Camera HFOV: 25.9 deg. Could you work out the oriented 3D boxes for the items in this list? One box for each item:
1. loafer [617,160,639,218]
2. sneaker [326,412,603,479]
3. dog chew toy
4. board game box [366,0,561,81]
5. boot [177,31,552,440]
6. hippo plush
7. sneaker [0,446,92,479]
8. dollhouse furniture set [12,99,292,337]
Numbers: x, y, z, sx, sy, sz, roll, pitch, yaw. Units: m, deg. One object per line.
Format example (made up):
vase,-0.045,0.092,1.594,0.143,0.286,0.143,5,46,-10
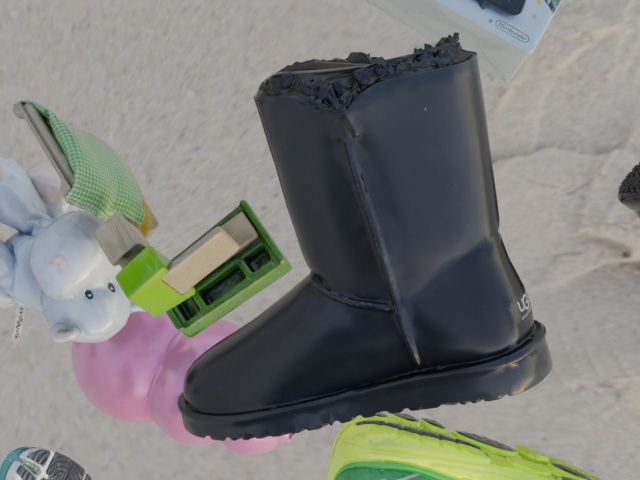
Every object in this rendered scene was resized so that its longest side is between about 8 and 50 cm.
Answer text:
loafer,0.329,-0.033,1.082,0.078,0.220,0.080,46,75,-20
sneaker,0.142,0.224,1.075,0.295,0.109,0.124,19,97,0
dog chew toy,-0.176,0.186,1.911,0.331,0.206,0.207,26,81,18
board game box,0.178,-0.352,1.435,0.224,0.097,0.303,30,75,0
boot,0.000,0.000,0.815,0.246,0.094,0.207,-12,103,27
hippo plush,-0.364,0.052,1.795,0.234,0.236,0.294,-19,122,-30
sneaker,-0.335,0.315,1.664,0.110,0.275,0.107,24,67,19
dollhouse furniture set,-0.197,-0.063,1.622,0.151,0.197,0.301,-37,64,3
